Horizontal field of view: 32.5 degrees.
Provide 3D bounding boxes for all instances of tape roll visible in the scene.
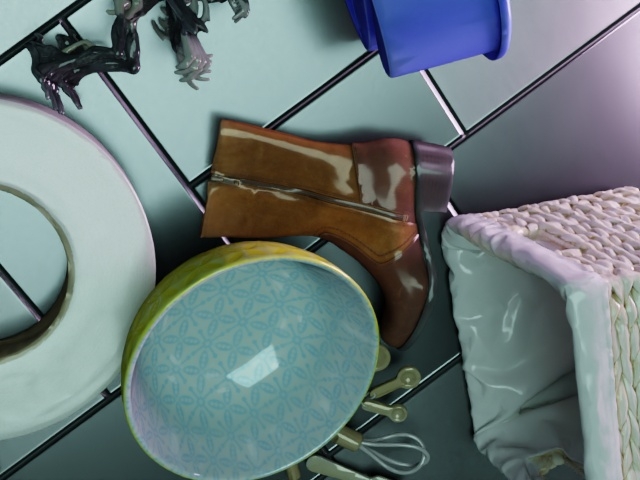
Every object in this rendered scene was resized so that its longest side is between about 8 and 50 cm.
[{"bbox_3d":[-0.378,0.031,1.206,0.392,0.072,0.392,-3,104,-13],"label":"tape roll"}]

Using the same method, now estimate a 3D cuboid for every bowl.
[{"bbox_3d":[-0.095,0.111,1.238,0.289,0.156,0.289,-10,120,-19],"label":"bowl"}]

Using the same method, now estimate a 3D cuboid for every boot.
[{"bbox_3d":[0.000,0.000,1.285,0.280,0.096,0.264,4,116,-8],"label":"boot"}]

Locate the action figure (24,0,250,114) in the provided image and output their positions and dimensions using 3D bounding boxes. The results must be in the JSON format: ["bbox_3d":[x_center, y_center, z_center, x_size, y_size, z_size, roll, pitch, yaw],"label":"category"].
[{"bbox_3d":[-0.159,-0.223,1.154,0.275,0.164,0.141,-29,90,5],"label":"action figure"}]

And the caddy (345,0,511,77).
[{"bbox_3d":[0.101,-0.336,1.134,0.179,0.241,0.341,-20,117,-1],"label":"caddy"}]

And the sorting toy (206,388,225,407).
[{"bbox_3d":[-0.149,0.216,1.336,0.102,0.042,0.061,-43,95,13],"label":"sorting toy"}]

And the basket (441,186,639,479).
[{"bbox_3d":[0.336,0.126,1.278,0.266,0.328,0.331,-15,107,-13],"label":"basket"}]

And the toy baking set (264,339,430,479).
[{"bbox_3d":[0.033,0.233,1.360,0.196,0.030,0.256,-6,112,4],"label":"toy baking set"}]
